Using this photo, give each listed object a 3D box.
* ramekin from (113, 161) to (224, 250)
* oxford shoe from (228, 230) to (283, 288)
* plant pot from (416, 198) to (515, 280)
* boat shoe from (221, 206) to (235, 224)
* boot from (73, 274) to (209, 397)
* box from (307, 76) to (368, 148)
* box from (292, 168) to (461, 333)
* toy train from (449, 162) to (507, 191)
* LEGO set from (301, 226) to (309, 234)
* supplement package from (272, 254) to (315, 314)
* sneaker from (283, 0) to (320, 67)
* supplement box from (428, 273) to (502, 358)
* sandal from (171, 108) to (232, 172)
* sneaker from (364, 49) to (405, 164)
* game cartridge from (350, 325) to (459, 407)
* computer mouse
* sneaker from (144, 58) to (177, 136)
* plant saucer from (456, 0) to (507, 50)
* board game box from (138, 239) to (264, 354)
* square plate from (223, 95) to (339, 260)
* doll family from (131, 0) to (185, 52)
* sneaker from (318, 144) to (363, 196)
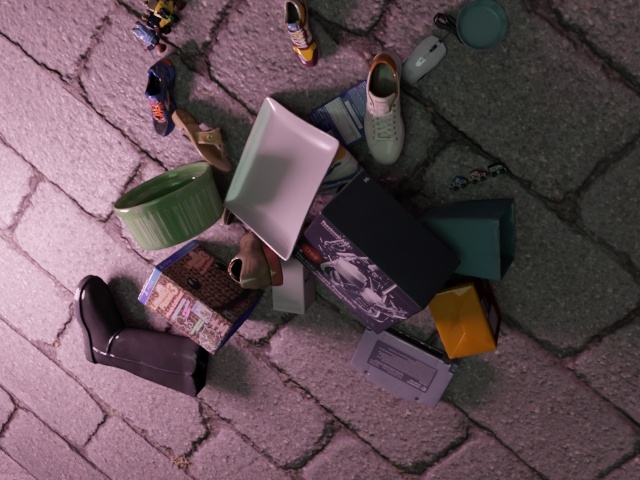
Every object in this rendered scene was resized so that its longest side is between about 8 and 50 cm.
[{"bbox_3d":[-0.429,-0.097,1.901,0.303,0.303,0.148,-11,114,25],"label":"ramekin"},{"bbox_3d":[-0.205,0.049,1.857,0.130,0.348,0.123,-14,105,-13],"label":"oxford shoe"},{"bbox_3d":[0.371,-0.010,1.708,0.234,0.165,0.166,4,113,28],"label":"plant pot"},{"bbox_3d":[-0.254,-0.106,1.963,0.049,0.056,0.152,30,119,13],"label":"boat shoe"},{"bbox_3d":[-0.598,0.320,2.216,0.444,0.146,0.367,14,126,19],"label":"boot"},{"bbox_3d":[0.092,-0.336,1.745,0.225,0.036,0.137,-26,101,28],"label":"box"},{"bbox_3d":[0.129,0.041,1.704,0.343,0.179,0.312,43,154,1],"label":"box"},{"bbox_3d":[0.406,-0.167,1.702,0.158,0.027,0.036,-20,100,26],"label":"toy train"},{"bbox_3d":[0.000,0.000,1.892,0.227,0.087,0.093,46,129,0],"label":"LEGO set"},{"bbox_3d":[-0.080,0.114,1.961,0.105,0.105,0.180,7,114,18],"label":"supplement package"},{"bbox_3d":[-0.057,-0.536,1.691,0.069,0.084,0.186,-10,107,24],"label":"sneaker"},{"bbox_3d":[0.388,0.176,1.756,0.129,0.194,0.192,-17,105,25],"label":"supplement box"},{"bbox_3d":[-0.327,-0.307,1.891,0.240,0.088,0.079,47,120,4],"label":"sandal"},{"bbox_3d":[0.151,-0.322,1.643,0.105,0.123,0.290,2,113,16],"label":"sneaker"},{"bbox_3d":[0.247,0.377,1.977,0.294,0.060,0.196,27,115,9],"label":"game cartridge"},{"bbox_3d":[0.272,-0.464,1.620,0.106,0.042,0.193,43,119,-2],"label":"computer mouse"},{"bbox_3d":[-0.473,-0.410,1.901,0.083,0.087,0.222,8,114,18],"label":"sneaker"},{"bbox_3d":[0.381,-0.510,1.553,0.119,0.021,0.120,0,94,2],"label":"plant saucer"},{"bbox_3d":[-0.363,0.169,2.019,0.291,0.232,0.141,35,118,3],"label":"board game box"},{"bbox_3d":[-0.107,-0.173,1.773,0.347,0.049,0.344,39,111,41],"label":"square plate"},{"bbox_3d":[-0.446,-0.611,1.819,0.111,0.076,0.193,36,124,-1],"label":"doll family"},{"bbox_3d":[-0.010,-0.154,1.820,0.131,0.112,0.296,34,142,-31],"label":"sneaker"}]
